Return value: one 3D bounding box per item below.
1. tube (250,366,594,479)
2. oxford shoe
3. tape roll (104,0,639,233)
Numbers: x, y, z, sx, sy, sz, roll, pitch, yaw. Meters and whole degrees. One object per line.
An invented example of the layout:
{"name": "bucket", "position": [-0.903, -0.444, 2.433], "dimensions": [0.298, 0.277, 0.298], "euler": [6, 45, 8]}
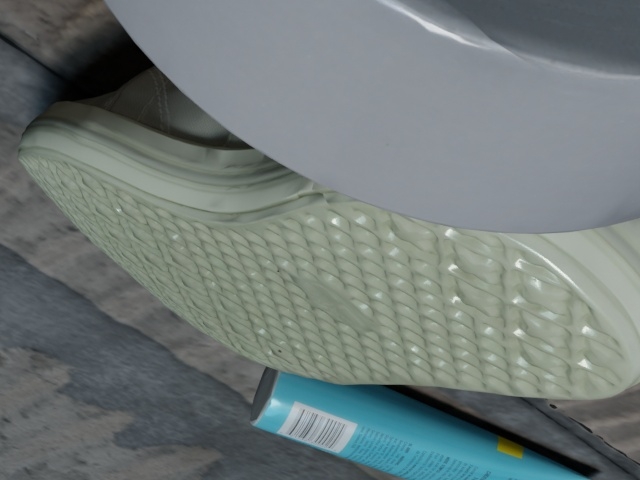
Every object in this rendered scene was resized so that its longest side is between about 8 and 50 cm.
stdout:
{"name": "tube", "position": [0.061, 0.124, 0.939], "dimensions": [0.207, 0.052, 0.080], "euler": [23, 156, -11]}
{"name": "oxford shoe", "position": [0.004, -0.027, 0.656], "dimensions": [0.169, 0.130, 0.449], "euler": [42, 160, -24]}
{"name": "tape roll", "position": [0.044, -0.114, 0.382], "dimensions": [0.219, 0.219, 0.072], "euler": [26, 149, -6]}
